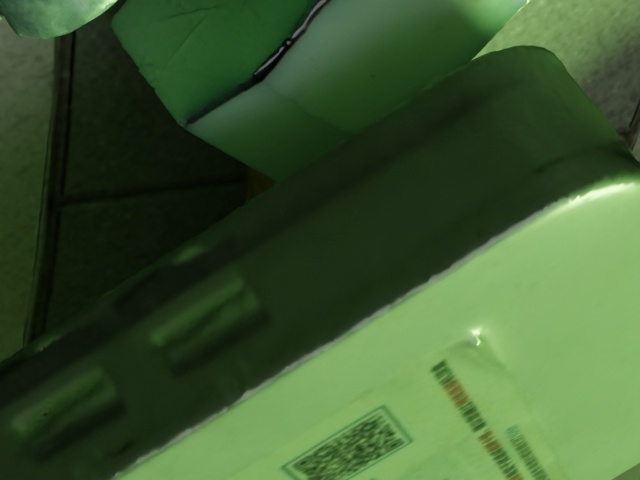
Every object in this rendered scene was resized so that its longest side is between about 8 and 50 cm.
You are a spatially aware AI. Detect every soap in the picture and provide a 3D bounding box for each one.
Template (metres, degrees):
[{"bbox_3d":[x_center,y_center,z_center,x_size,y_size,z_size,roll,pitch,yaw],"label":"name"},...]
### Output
[{"bbox_3d":[0.020,-0.142,0.719,0.091,0.145,0.230,28,107,-45],"label":"soap"}]

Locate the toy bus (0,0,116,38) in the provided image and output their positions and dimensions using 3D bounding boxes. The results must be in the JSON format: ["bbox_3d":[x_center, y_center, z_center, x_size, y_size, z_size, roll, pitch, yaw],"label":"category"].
[{"bbox_3d":[-0.169,-0.143,0.530,0.276,0.164,0.133,-14,131,21],"label":"toy bus"}]

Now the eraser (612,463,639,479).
[{"bbox_3d":[0.321,0.251,1.314,0.174,0.095,0.270,-36,139,-4],"label":"eraser"}]

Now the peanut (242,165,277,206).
[{"bbox_3d":[0.000,0.000,0.870,0.117,0.101,0.263,3,126,-19],"label":"peanut"}]

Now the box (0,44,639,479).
[{"bbox_3d":[0.004,0.108,0.809,0.396,0.111,0.396,-32,151,2],"label":"box"}]
